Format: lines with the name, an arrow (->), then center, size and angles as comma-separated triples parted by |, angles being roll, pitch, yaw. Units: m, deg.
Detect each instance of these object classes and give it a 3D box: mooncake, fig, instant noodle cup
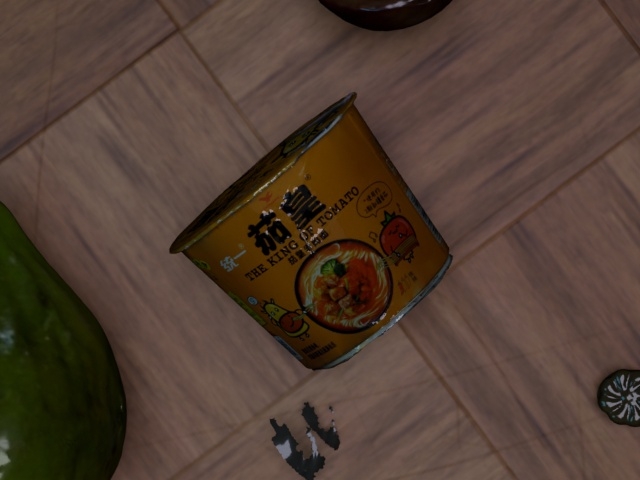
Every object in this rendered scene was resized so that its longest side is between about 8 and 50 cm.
mooncake -> 0.134, 0.162, 1.438 | 0.347, 0.057, 0.150 | -24, 76, -7
fig -> -0.267, 0.113, 1.354 | 0.233, 0.233, 0.314 | 20, 84, 1
instant noodle cup -> 0.000, 0.000, 1.370 | 0.216, 0.216, 0.172 | -41, 98, -1

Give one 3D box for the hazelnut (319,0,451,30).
hazelnut -> 0.059, -0.290, 1.392 | 0.170, 0.160, 0.201 | -19, 94, 1
